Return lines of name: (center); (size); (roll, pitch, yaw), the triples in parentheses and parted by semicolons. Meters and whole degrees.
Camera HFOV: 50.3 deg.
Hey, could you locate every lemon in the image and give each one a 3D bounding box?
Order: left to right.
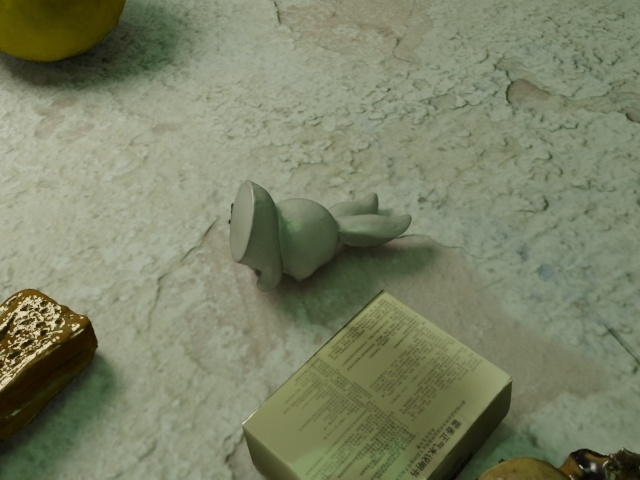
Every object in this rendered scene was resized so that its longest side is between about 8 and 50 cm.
lemon: (-0.484, -0.456, 1.122); (0.336, 0.336, 0.336); (-1, 48, 2)

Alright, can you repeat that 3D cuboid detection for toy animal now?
toy animal: (-0.003, -0.001, 0.848); (0.220, 0.131, 0.103); (5, 8, -27)

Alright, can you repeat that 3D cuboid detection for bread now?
bread: (-0.365, 0.167, 0.709); (0.139, 0.077, 0.271); (19, 50, 23)

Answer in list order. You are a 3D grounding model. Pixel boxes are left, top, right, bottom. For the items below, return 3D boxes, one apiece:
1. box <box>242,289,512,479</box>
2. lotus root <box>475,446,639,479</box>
box: (0.058, 0.178, 0.665); (0.168, 0.095, 0.212); (33, 58, 30)
lotus root: (0.160, 0.272, 0.548); (0.257, 0.140, 0.154); (-40, 70, -17)
